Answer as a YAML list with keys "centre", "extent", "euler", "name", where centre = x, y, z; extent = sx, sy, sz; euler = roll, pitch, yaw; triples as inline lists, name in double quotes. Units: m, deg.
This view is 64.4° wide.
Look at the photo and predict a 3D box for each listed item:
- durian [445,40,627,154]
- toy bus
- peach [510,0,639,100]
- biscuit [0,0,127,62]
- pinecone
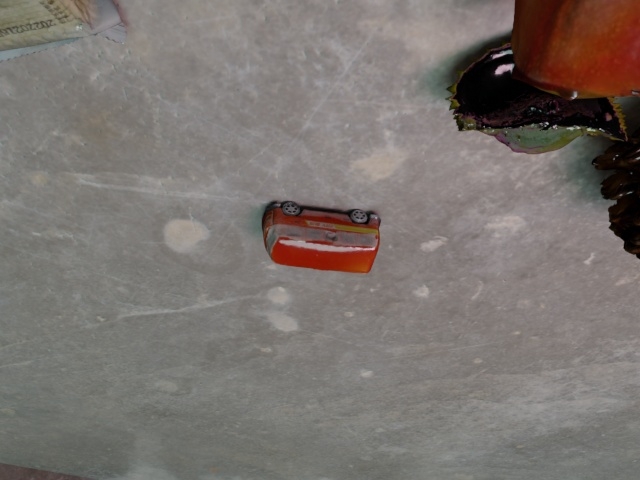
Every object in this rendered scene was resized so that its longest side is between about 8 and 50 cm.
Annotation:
- centre: [0.238, -0.162, 0.587]
  extent: [0.187, 0.119, 0.108]
  euler: [4, 175, 11]
  name: "durian"
- centre: [0.000, 0.000, 0.744]
  extent: [0.174, 0.077, 0.079]
  euler: [6, 136, -8]
  name: "toy bus"
- centre: [0.316, -0.212, 0.393]
  extent: [0.338, 0.281, 0.281]
  euler: [-34, 127, 25]
  name: "peach"
- centre: [-0.310, -0.253, 0.402]
  extent: [0.186, 0.079, 0.309]
  euler: [-9, 167, 5]
  name: "biscuit"
- centre: [0.436, -0.069, 0.594]
  extent: [0.221, 0.221, 0.221]
  euler: [-1, 136, -1]
  name: "pinecone"
